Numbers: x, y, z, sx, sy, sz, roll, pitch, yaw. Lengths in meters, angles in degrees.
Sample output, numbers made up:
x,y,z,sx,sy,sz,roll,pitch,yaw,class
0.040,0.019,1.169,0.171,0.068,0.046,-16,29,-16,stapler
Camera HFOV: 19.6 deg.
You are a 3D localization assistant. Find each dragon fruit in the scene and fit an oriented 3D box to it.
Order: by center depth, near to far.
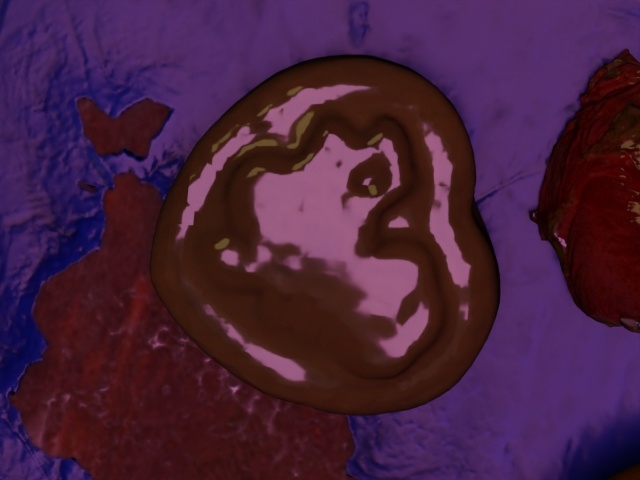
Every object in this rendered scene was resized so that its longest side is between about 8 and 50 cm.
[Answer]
x,y,z,sx,sy,sz,roll,pitch,yaw,class
0.201,-0.032,1.194,0.120,0.127,0.161,-28,95,-1,dragon fruit

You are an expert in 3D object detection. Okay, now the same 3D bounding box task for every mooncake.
x,y,z,sx,sy,sz,roll,pitch,yaw,class
0.000,0.000,1.213,0.235,0.117,0.235,0,99,1,mooncake

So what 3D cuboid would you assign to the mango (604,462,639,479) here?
x,y,z,sx,sy,sz,roll,pitch,yaw,class
0.260,0.220,1.213,0.254,0.139,0.175,-19,108,-2,mango
